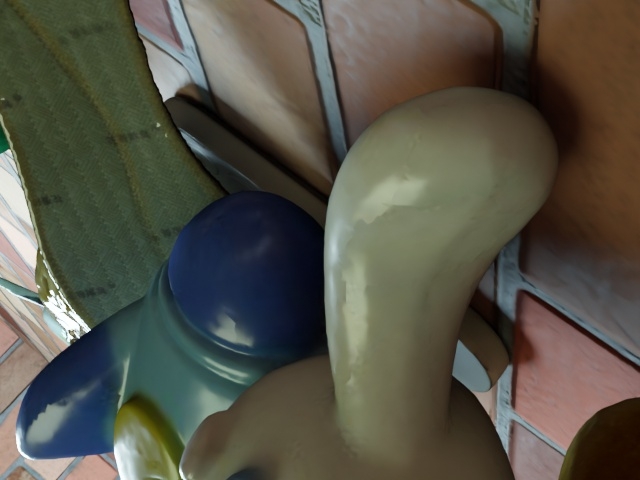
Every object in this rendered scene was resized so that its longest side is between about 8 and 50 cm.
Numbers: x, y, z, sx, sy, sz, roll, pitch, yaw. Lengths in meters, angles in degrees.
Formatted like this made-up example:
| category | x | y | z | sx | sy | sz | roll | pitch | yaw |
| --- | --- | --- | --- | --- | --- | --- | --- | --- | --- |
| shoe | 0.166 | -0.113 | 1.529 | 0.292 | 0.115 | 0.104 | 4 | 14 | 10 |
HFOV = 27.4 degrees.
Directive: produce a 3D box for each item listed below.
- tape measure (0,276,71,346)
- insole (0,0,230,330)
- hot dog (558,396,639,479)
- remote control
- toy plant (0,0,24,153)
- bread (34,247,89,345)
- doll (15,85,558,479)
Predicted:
| category | x | y | z | sx | sy | sz | roll | pitch | yaw |
| --- | --- | --- | --- | --- | --- | --- | --- | --- | --- |
| tape measure | -0.285 | 0.059 | 1.429 | 0.330 | 0.084 | 0.164 | 34 | 160 | 22 |
| insole | -0.103 | -0.037 | 0.663 | 0.009 | 0.119 | 0.348 | -89 | -17 | -55 |
| hot dog | 0.184 | 0.183 | 0.517 | 0.257 | 0.153 | 0.150 | 29 | 160 | 38 |
| remote control | 0.000 | 0.000 | 0.716 | 0.245 | 0.022 | 0.077 | 37 | 164 | 17 |
| toy plant | -0.278 | -0.159 | 0.693 | 0.279 | 0.185 | 0.400 | -20 | 129 | 39 |
| bread | -0.078 | 0.066 | 0.878 | 0.244 | 0.134 | 0.244 | 42 | 165 | 14 |
| doll | -0.026 | 0.118 | 0.592 | 0.187 | 0.376 | 0.365 | 21 | 179 | -25 |
